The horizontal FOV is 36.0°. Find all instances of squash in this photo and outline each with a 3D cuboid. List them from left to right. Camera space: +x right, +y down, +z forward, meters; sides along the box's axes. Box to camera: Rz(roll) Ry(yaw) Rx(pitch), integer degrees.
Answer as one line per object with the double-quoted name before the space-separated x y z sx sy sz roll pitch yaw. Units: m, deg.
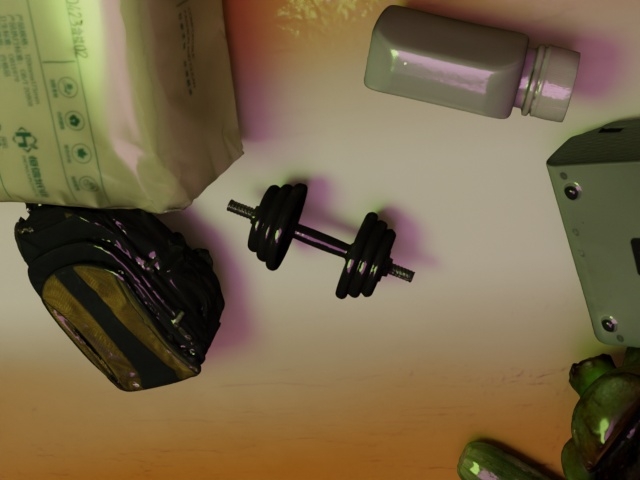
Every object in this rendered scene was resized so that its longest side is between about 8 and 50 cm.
"squash" 0.260 0.306 1.129 0.229 0.066 0.066 31 121 2

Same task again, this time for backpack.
"backpack" -0.229 0.036 1.096 0.206 0.133 0.258 -22 120 33

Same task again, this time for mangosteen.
"mangosteen" 0.387 0.216 0.933 0.300 0.300 0.300 7 118 14

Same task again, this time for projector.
"projector" 0.344 -0.002 0.872 0.250 0.108 0.198 1 120 44

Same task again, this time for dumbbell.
"dumbbell" 0.000 0.000 1.032 0.208 0.099 0.099 22 120 5

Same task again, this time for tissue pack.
"tissue pack" -0.249 -0.229 0.929 0.297 0.207 0.380 5 117 17

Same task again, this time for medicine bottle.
"medicine bottle" 0.137 -0.159 0.896 0.183 0.119 0.069 13 119 8
